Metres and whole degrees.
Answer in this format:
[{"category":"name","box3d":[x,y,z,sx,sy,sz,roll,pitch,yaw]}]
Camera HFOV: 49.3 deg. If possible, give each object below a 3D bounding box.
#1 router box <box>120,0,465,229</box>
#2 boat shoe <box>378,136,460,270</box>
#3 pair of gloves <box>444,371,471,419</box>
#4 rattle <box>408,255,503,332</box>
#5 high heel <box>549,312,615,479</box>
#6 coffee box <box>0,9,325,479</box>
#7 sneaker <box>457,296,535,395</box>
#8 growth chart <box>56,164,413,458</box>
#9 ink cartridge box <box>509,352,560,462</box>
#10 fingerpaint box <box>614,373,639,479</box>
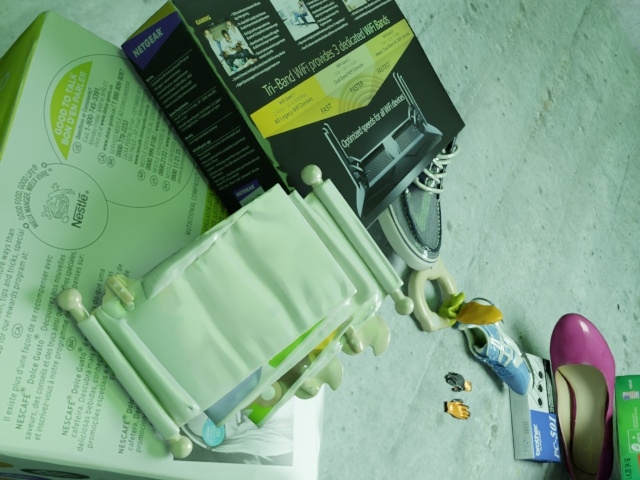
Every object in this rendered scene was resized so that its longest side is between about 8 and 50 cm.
[{"category":"router box","box3d":[-0.001,-0.143,0.674,0.243,0.081,0.309,58,43,-11]},{"category":"boat shoe","box3d":[0.180,-0.128,1.234,0.127,0.158,0.341,9,59,-42]},{"category":"pair of gloves","box3d":[0.256,0.287,1.288,0.074,0.010,0.083,26,57,-35]},{"category":"rattle","box3d":[0.224,0.061,1.258,0.130,0.142,0.200,-9,87,-27]},{"category":"high heel","box3d":[0.532,0.337,1.404,0.181,0.127,0.377,-54,128,-51]},{"category":"coffee box","box3d":[-0.220,0.060,0.679,0.334,0.337,0.338,24,59,-36]},{"category":"sneaker","box3d":[0.335,0.217,1.353,0.081,0.080,0.211,-35,90,-39]},{"category":"growth chart","box3d":[-0.047,0.054,0.527,0.237,0.021,0.172,-31,101,-20]},{"category":"ink cartridge box","box3d":[0.431,0.339,1.412,0.097,0.046,0.207,19,62,-37]},{"category":"fingerpaint box","box3d":[0.687,0.523,1.369,0.445,0.163,0.371,-38,116,-64]}]
